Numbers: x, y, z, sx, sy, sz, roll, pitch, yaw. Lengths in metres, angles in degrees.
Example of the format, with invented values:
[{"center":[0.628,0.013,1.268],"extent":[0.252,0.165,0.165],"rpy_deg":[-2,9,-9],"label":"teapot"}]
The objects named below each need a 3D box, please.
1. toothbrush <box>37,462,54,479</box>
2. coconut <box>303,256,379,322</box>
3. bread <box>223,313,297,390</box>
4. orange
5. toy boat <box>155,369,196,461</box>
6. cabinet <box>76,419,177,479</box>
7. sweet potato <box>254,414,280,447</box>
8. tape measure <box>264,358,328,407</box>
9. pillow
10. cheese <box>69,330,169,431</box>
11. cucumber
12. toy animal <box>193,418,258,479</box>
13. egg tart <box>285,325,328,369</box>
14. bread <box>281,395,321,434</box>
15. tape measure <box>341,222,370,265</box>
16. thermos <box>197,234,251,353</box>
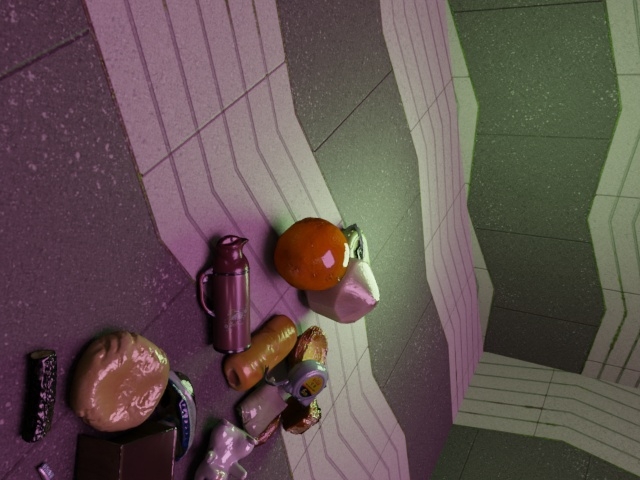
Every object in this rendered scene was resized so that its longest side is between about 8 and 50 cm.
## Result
[{"center":[-0.575,0.595,1.292],"extent":[0.027,0.021,0.269],"rpy_deg":[-43,133,-38],"label":"toothbrush"},{"center":[0.084,0.174,2.003],"extent":[0.237,0.266,0.237],"rpy_deg":[-42,140,-51],"label":"coconut"},{"center":[-0.179,0.357,1.802],"extent":[0.305,0.091,0.142],"rpy_deg":[-37,122,-49],"label":"bread"},{"center":[-0.026,0.049,1.814],"extent":[0.246,0.246,0.246],"rpy_deg":[-21,116,-54],"label":"orange"},{"center":[-0.391,0.456,1.463],"extent":[0.115,0.114,0.262],"rpy_deg":[-8,103,-52],"label":"toy boat"},{"center":[-0.460,0.554,1.336],"extent":[0.175,0.148,0.215],"rpy_deg":[5,88,-60],"label":"cabinet"},{"center":[-0.213,0.645,1.850],"extent":[0.226,0.068,0.068],"rpy_deg":[-30,124,-39],"label":"sweet potato"},{"center":[-0.088,0.425,1.844],"extent":[0.164,0.084,0.330],"rpy_deg":[-45,135,-9],"label":"tape measure"},{"center":[-0.195,0.541,1.833],"extent":[0.181,0.078,0.134],"rpy_deg":[-40,126,-43],"label":"pillow"},{"center":[-0.466,0.326,1.312],"extent":[0.214,0.117,0.226],"rpy_deg":[48,62,-44],"label":"cheese"},{"center":[-0.581,0.320,1.179],"extent":[0.058,0.058,0.187],"rpy_deg":[2,98,-58],"label":"cucumber"},{"center":[-0.297,0.661,1.637],"extent":[0.140,0.138,0.282],"rpy_deg":[37,56,-16],"label":"toy animal"},{"center":[-0.048,0.403,2.018],"extent":[0.213,0.090,0.212],"rpy_deg":[-23,118,-52],"label":"egg tart"},{"center":[-0.071,0.603,2.000],"extent":[0.069,0.140,0.128],"rpy_deg":[40,20,-36],"label":"bread"},{"center":[0.123,0.042,2.179],"extent":[0.175,0.106,0.200],"rpy_deg":[-38,127,-52],"label":"tape measure"},{"center":[-0.266,0.146,1.604],"extent":[0.109,0.136,0.330],"rpy_deg":[-68,160,-76],"label":"thermos"}]
